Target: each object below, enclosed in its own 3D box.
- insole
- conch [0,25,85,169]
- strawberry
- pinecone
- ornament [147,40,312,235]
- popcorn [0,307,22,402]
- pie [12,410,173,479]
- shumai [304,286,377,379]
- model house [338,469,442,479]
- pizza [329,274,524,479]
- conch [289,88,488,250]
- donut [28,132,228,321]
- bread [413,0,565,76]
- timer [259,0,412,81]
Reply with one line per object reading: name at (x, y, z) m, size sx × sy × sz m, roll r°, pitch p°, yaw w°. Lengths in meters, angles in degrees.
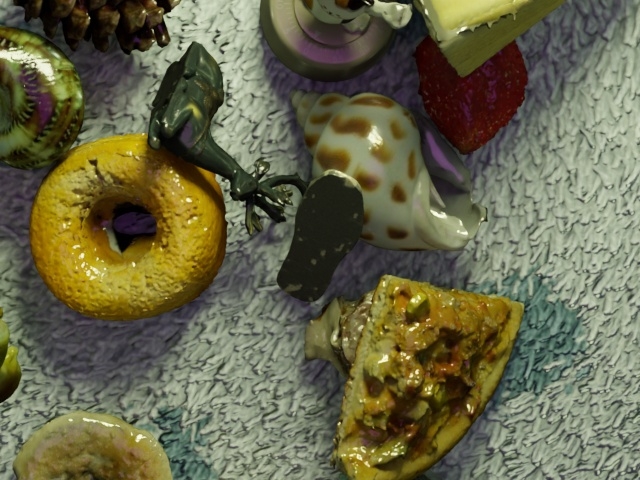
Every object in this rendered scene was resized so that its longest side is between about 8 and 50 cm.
insole at (0.000, 0.000, 1.344) m, size 0.081 × 0.248 × 0.011 m, roll 25°, pitch 51°, yaw 0°
conch at (-0.368, -0.167, 1.324) m, size 0.187 × 0.124 × 0.181 m, roll -2°, pitch 122°, yaw 17°
strawberry at (0.184, -0.200, 1.381) m, size 0.147 × 0.082 × 0.187 m, roll 5°, pitch 79°, yaw 5°
pinecone at (-0.257, -0.313, 1.306) m, size 0.205 × 0.179 × 0.184 m, roll 18°, pitch 135°, yaw -10°
ornament at (-0.100, -0.111, 1.365) m, size 0.236 × 0.202 × 0.080 m, roll 38°, pitch 123°, yaw -23°
popcorn at (-0.517, 0.136, 1.273) m, size 0.312 × 0.312 × 0.312 m, roll 0°, pitch 95°, yaw -4°
pie at (-0.279, 0.314, 1.419) m, size 0.185 × 0.052 × 0.218 m, roll -32°, pitch 98°, yaw -6°
shumai at (0.037, 0.126, 1.397) m, size 0.116 × 0.145 × 0.145 m, roll 4°, pitch 94°, yaw 14°
model house at (0.096, 0.400, 1.365) m, size 0.199 × 0.224 × 0.215 m, roll 9°, pitch 95°, yaw -4°
pizza at (0.143, 0.184, 1.362) m, size 0.268 × 0.087 × 0.257 m, roll 10°, pitch 97°, yaw -48°
conch at (0.069, -0.089, 1.362) m, size 0.149 × 0.183 × 0.274 m, roll -30°, pitch 87°, yaw 28°
donut at (-0.240, -0.013, 1.371) m, size 0.254 × 0.118 × 0.253 m, roll 2°, pitch 99°, yaw 10°
bread at (0.228, -0.428, 1.274) m, size 0.405 × 0.242 × 0.345 m, roll -31°, pitch 78°, yaw 4°
timer at (0.019, -0.278, 1.284) m, size 0.175 × 0.266 × 0.175 m, roll 0°, pitch 95°, yaw -3°
